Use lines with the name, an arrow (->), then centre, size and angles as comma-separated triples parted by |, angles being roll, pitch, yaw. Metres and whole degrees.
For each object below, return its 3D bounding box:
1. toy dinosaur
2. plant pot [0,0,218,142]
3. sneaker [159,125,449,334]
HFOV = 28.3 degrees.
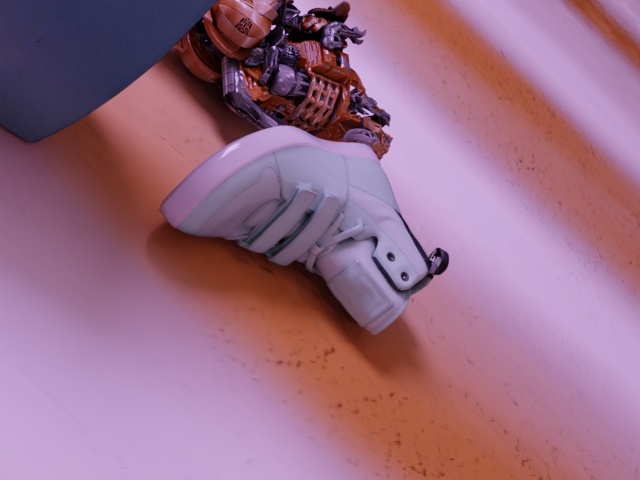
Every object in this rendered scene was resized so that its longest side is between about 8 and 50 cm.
toy dinosaur -> -0.057, -0.199, 1.097 | 0.322, 0.164, 0.218 | 53, 37, -34
plant pot -> -0.162, -0.193, 0.838 | 0.165, 0.234, 0.165 | 35, 31, -21
sneaker -> 0.001, 0.000, 0.954 | 0.256, 0.094, 0.151 | -6, 60, -55
